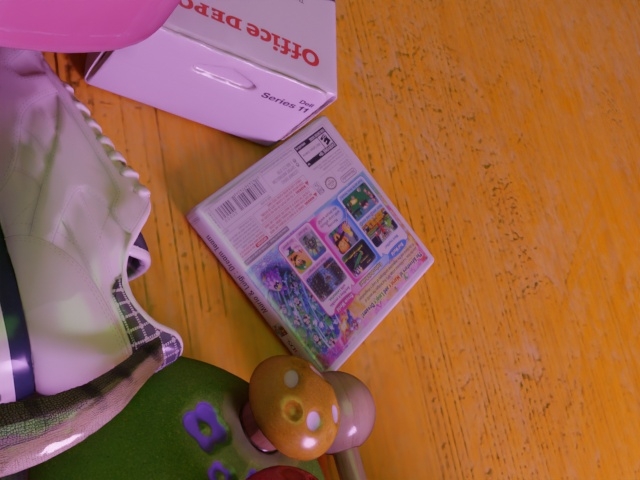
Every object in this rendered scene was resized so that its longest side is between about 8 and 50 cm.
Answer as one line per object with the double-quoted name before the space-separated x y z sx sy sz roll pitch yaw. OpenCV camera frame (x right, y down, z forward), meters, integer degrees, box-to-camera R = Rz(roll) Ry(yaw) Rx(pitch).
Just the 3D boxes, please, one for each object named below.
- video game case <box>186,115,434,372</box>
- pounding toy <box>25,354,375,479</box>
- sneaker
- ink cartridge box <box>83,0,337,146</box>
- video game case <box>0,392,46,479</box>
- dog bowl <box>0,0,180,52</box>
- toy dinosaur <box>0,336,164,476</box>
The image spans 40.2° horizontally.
"video game case" 0.000 0.000 0.623 0.143 0.019 0.157 53 46 -5
"pounding toy" -0.017 0.124 0.443 0.237 0.110 0.183 15 47 -46
"sneaker" -0.141 -0.029 0.454 0.095 0.090 0.235 -9 66 -19
"ink cartridge box" -0.072 -0.188 0.614 0.153 0.087 0.208 17 59 -31
"video game case" -0.209 0.150 0.379 0.285 0.025 0.204 0 69 -39
"dog bowl" -0.204 -0.221 0.375 0.408 0.150 0.408 24 21 -10
"toy dinosaur" -0.178 0.112 0.320 0.268 0.064 0.118 -6 80 -26
